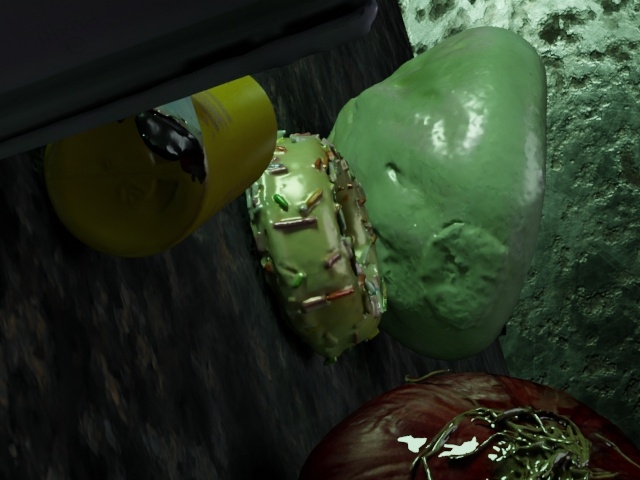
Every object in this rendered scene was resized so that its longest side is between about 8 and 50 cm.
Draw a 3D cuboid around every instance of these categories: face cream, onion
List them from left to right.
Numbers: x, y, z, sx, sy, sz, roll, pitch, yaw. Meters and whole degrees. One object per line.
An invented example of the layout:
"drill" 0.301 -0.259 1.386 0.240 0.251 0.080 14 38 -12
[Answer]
"face cream" -0.068 -0.053 0.794 0.273 0.078 0.078 -53 125 -77
"onion" 0.116 0.195 0.845 0.221 0.281 0.281 -33 110 -38

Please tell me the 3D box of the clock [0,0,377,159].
"clock" -0.091 -0.105 0.445 0.073 0.193 0.144 -97 166 -50

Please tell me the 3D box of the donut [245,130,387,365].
"donut" 0.000 0.000 1.088 0.174 0.068 0.174 -17 90 -80

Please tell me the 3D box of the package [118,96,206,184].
"package" -0.134 -0.138 0.585 0.269 0.071 0.194 40 15 -27

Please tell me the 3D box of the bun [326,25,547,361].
"bun" 0.085 -0.046 1.296 0.293 0.187 0.293 -173 -90 -87
